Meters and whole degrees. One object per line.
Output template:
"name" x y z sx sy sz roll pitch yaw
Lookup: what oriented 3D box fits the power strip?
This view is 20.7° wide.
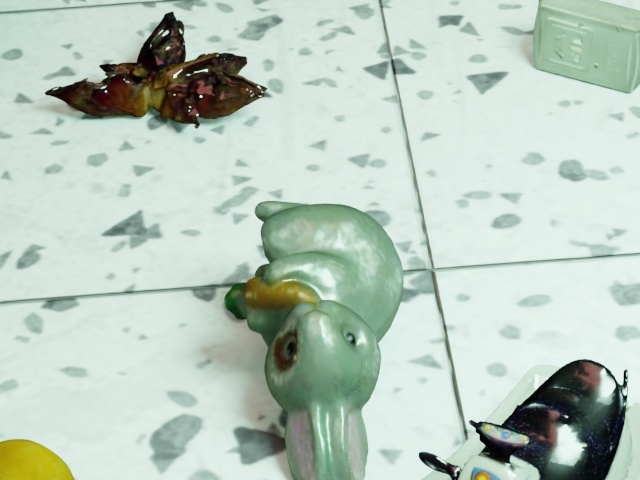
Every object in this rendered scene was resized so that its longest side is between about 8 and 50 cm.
"power strip" 0.284 -0.188 1.702 0.175 0.075 0.042 18 40 26

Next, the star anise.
"star anise" -0.144 -0.163 1.716 0.212 0.053 0.157 9 39 18

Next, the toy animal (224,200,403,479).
"toy animal" 0.005 0.077 1.343 0.127 0.125 0.251 -27 41 16

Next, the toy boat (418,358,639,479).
"toy boat" 0.144 0.167 1.201 0.141 0.140 0.269 21 29 29

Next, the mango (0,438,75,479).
"mango" -0.227 0.214 1.200 0.102 0.085 0.184 7 44 15
